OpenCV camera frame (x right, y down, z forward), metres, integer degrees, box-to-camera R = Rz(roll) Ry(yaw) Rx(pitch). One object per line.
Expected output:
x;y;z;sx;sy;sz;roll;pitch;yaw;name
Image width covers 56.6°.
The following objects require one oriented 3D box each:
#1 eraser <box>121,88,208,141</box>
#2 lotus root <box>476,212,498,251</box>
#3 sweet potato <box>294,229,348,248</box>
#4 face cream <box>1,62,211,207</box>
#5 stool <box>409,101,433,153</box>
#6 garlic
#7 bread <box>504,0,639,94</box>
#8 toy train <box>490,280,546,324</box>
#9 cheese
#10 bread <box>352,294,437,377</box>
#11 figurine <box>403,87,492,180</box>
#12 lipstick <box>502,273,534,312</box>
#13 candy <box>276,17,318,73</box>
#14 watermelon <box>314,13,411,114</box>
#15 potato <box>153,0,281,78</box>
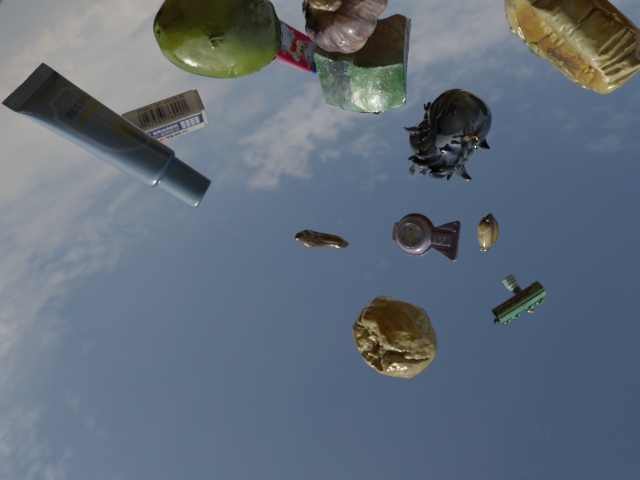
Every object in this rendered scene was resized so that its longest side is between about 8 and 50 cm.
-0.475;-0.346;1.742;0.279;0.081;0.124;-22;174;-8;eraser
0.504;-0.024;1.800;0.063;0.152;0.072;27;-130;33;lotus root
0.000;-0.001;1.823;0.053;0.182;0.054;-107;-148;-44;sweet potato
-0.390;-0.190;1.143;0.086;0.385;0.135;-39;-156;46;face cream
0.348;-0.335;1.804;0.121;0.125;0.217;145;-37;-65;stool
0.039;-0.547;1.345;0.245;0.160;0.245;2;-87;52;garlic
0.665;-0.559;1.556;0.183;0.388;0.236;-45;-179;-2;bread
0.488;0.159;1.466;0.148;0.071;0.038;-34;-129;3;toy train
0.248;-0.011;1.419;0.191;0.042;0.105;8;-85;43;cheese
0.187;0.257;1.577;0.134;0.244;0.244;-21;-158;-35;bread
0.349;-0.274;1.599;0.197;0.265;0.175;25;-152;35;figurine
0.539;0.148;1.610;0.037;0.037;0.116;-32;-110;10;lipstick
-0.127;-0.552;1.660;0.157;0.306;0.100;19;-79;22;candy
0.128;-0.540;1.741;0.264;0.151;0.302;6;-98;14;watermelon
-0.188;-0.404;1.137;0.253;0.186;0.148;-22;-155;-28;potato
